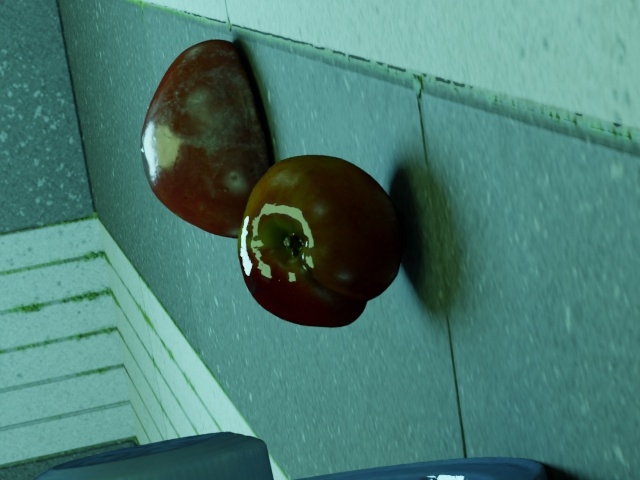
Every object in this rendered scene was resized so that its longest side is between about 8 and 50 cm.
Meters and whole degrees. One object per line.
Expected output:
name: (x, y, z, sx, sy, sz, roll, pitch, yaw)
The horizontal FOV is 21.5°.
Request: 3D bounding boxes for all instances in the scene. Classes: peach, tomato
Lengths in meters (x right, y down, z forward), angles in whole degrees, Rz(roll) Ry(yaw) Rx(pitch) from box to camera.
peach: (0.001, -0.001, 0.943, 0.101, 0.101, 0.100, 169, 90, -78)
tomato: (-0.097, -0.076, 1.318, 0.139, 0.091, 0.159, 112, 148, -66)

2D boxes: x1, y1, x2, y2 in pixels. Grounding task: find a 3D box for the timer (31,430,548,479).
timer: (-0.064, 0.180, 0.780, 0.395, 0.395, 0.173, 155, 103, -78)
